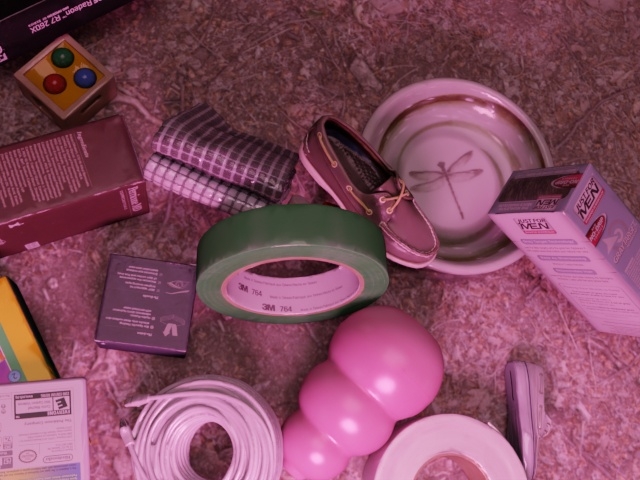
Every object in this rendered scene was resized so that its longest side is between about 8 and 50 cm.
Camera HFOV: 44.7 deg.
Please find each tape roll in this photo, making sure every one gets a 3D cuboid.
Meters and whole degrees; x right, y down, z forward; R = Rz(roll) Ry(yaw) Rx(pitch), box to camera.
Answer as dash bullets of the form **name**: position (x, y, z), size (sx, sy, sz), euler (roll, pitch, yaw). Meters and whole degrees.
- **tape roll**: position (0.218, 0.448, 1.367), size (0.286, 0.100, 0.286), euler (2, 74, -9)
- **tape roll**: position (-0.047, 0.048, 1.309), size (0.321, 0.321, 0.077), euler (2, 62, -10)

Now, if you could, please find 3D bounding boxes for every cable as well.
- **cable**: position (-0.187, 0.351, 1.284), size (0.257, 0.089, 0.257), euler (-19, 75, 9)

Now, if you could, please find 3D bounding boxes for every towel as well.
- **towel**: position (-0.160, -0.140, 1.365), size (0.235, 0.283, 0.121), euler (21, 106, -3)

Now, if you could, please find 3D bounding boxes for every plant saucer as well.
- **plant saucer**: position (0.257, -0.119, 1.529), size (0.400, 0.100, 0.400), euler (2, 74, -9)

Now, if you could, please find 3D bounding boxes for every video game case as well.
- **video game case**: position (-0.522, 0.372, 1.186), size (0.329, 0.036, 0.300), euler (-2, 81, -14)

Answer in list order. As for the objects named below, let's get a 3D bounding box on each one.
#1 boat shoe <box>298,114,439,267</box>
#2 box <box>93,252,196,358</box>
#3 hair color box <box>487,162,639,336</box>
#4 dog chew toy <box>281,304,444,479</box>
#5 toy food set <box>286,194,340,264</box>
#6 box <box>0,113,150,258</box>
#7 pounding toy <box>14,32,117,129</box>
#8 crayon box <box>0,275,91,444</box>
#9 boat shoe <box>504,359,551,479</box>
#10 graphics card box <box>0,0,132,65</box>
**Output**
- **boat shoe**: position (0.096, -0.087, 1.384), size (0.116, 0.097, 0.324), euler (-40, 85, -29)
- **box**: position (-0.302, 0.116, 1.368), size (0.156, 0.093, 0.158), euler (9, 73, -8)
- **hair color box**: position (0.499, 0.027, 1.417), size (0.374, 0.185, 0.113), euler (42, 71, -23)
- **dog chew toy**: position (0.059, 0.273, 1.342), size (0.206, 0.206, 0.332), euler (41, 80, 3)
- **toy food set**: position (0.000, 0.000, 1.423), size (0.232, 0.104, 0.111), euler (16, 33, -35)
- **box**: position (-0.498, -0.075, 1.337), size (0.381, 0.191, 0.143), euler (-20, 80, -14)
- **pounding toy**: position (-0.460, -0.247, 1.439), size (0.206, 0.094, 0.181), euler (42, 72, 3)
- **crayon box**: position (-0.611, 0.278, 1.262), size (0.363, 0.106, 0.313), euler (-26, 84, -16)
- **boat shoe**: position (0.391, 0.333, 1.437), size (0.076, 0.083, 0.226), euler (5, 73, -9)
- **graphics card box**: position (-0.507, -0.491, 1.458), size (0.371, 0.094, 0.233), euler (-33, 60, -18)
